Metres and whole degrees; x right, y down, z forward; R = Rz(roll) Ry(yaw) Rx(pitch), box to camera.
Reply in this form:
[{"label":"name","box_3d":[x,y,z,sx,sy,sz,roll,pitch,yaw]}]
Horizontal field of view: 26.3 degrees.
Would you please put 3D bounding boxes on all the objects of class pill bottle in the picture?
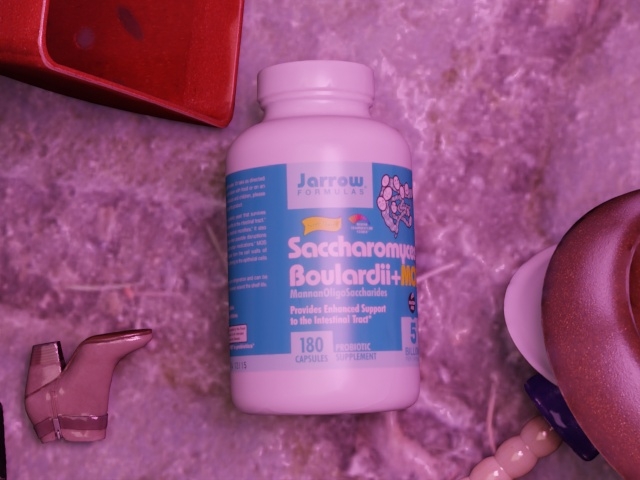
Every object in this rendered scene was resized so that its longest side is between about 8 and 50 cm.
[{"label":"pill bottle","box_3d":[0.000,0.000,1.051,0.146,0.146,0.264,-3,85,12]}]

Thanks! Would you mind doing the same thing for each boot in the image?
[{"label":"boot","box_3d":[-0.191,0.123,1.140,0.118,0.042,0.087,-9,90,12]}]

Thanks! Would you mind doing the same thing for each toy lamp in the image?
[{"label":"toy lamp","box_3d":[0.124,0.184,1.044,0.275,0.080,0.080,-39,79,6]}]

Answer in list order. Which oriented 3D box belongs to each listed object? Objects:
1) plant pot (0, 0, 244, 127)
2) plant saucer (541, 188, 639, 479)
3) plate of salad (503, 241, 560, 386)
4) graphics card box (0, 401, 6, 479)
[{"label":"plant pot","box_3d":[-0.221,-0.243,1.076,0.236,0.267,0.267,4,86,25]},{"label":"plant saucer","box_3d":[0.304,0.070,0.929,0.311,0.050,0.310,8,52,-11]},{"label":"plate of salad","box_3d":[0.233,0.065,0.999,0.200,0.200,0.048,14,130,13]},{"label":"graphics card box","box_3d":[-0.467,0.185,1.093,0.371,0.233,0.094,-8,79,11]}]
